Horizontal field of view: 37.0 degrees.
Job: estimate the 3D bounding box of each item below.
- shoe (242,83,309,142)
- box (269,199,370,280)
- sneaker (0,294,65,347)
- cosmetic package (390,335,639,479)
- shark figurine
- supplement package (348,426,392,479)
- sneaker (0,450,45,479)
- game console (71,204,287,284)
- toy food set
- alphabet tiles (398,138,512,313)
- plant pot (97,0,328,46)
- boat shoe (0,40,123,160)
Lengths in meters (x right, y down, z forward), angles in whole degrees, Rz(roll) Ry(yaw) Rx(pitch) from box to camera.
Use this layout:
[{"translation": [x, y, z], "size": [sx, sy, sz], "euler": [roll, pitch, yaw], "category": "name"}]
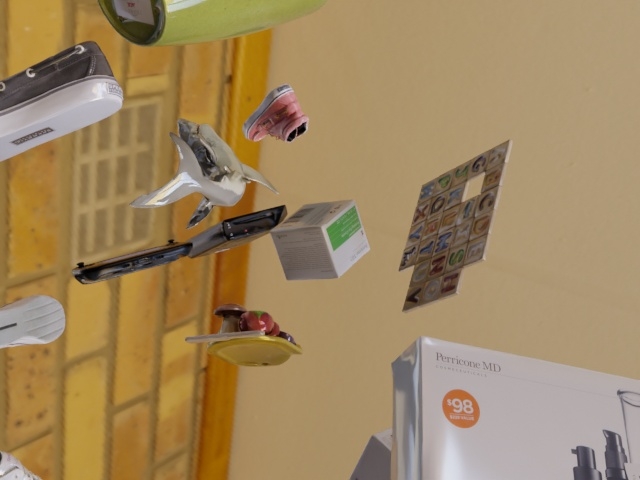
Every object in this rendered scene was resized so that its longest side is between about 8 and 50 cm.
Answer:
[{"translation": [-0.081, -0.203, 1.715], "size": [0.081, 0.063, 0.178], "euler": [59, -32, 7], "category": "shoe"}, {"translation": [0.000, 0.000, 1.433], "size": [0.101, 0.101, 0.087], "euler": [-4, -67, 36], "category": "box"}, {"translation": [-0.564, 0.149, 1.735], "size": [0.091, 0.258, 0.094], "euler": [-5, -92, 19], "category": "sneaker"}, {"translation": [0.267, 0.286, 1.097], "size": [0.097, 0.377, 0.285], "euler": [123, -26, -52], "category": "cosmetic package"}, {"translation": [-0.148, -0.060, 1.216], "size": [0.166, 0.278, 0.116], "euler": [39, -78, -11], "category": "shark figurine"}, {"translation": [0.183, 0.394, 1.431], "size": [0.198, 0.262, 0.199], "euler": [38, -62, 30], "category": "supplement package"}, {"translation": [-0.543, 0.465, 1.746], "size": [0.114, 0.305, 0.152], "euler": [18, -85, 47], "category": "sneaker"}, {"translation": [-0.242, 0.011, 1.646], "size": [0.213, 0.361, 0.044], "euler": [-21, -95, 62], "category": "game console"}, {"translation": [-0.106, 0.135, 1.442], "size": [0.128, 0.218, 0.071], "euler": [-9, -111, 15], "category": "toy food set"}, {"translation": [0.179, -0.014, 1.343], "size": [0.009, 0.237, 0.198], "euler": [31, -31, -22], "category": "alphabet tiles"}, {"translation": [-0.163, -0.388, 1.323], "size": [0.274, 0.293, 0.275], "euler": [26, -44, 28], "category": "plant pot"}, {"translation": [-0.295, -0.122, 0.869], "size": [0.228, 0.080, 0.076], "euler": [-20, -99, 6], "category": "boat shoe"}]
